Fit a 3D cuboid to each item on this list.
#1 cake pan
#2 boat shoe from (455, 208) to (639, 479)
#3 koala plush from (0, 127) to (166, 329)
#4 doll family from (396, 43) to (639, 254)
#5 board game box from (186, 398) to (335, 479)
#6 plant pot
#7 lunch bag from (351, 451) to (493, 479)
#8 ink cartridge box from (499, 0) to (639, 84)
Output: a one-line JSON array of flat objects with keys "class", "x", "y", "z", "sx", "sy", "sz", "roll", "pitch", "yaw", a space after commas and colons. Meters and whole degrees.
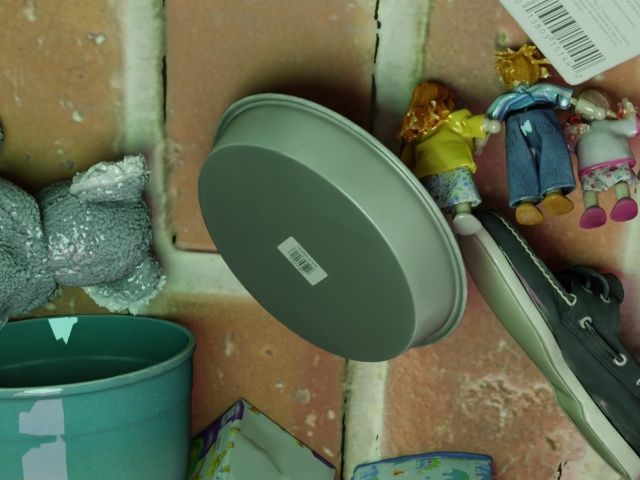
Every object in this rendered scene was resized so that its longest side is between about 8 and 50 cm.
[{"class": "cake pan", "x": 0.000, "y": 0.000, "z": 1.500, "sx": 0.293, "sy": 0.054, "sz": 0.293, "roll": 30, "pitch": 146, "yaw": 23}, {"class": "boat shoe", "x": 0.254, "y": 0.083, "z": 1.598, "sx": 0.113, "sy": 0.127, "sz": 0.340, "roll": -39, "pitch": 107, "yaw": -6}, {"class": "koala plush", "x": -0.260, "y": -0.001, "z": 1.550, "sx": 0.221, "sy": 0.203, "sz": 0.196, "roll": -4, "pitch": 124, "yaw": -6}, {"class": "doll family", "x": 0.162, "y": -0.089, "z": 1.469, "sx": 0.262, "sy": 0.163, "sz": 0.118, "roll": -14, "pitch": 150, "yaw": 14}, {"class": "board game box", "x": -0.130, "y": 0.326, "z": 1.764, "sx": 0.144, "sy": 0.142, "sz": 0.275, "roll": 39, "pitch": 117, "yaw": -19}, {"class": "plant pot", "x": -0.248, "y": 0.227, "z": 1.587, "sx": 0.271, "sy": 0.271, "sz": 0.255, "roll": -2, "pitch": 101, "yaw": 6}, {"class": "lunch bag", "x": 0.105, "y": 0.293, "z": 1.732, "sx": 0.151, "sy": 0.129, "sz": 0.096, "roll": 6, "pitch": 123, "yaw": 0}, {"class": "ink cartridge box", "x": 0.227, "y": -0.290, "z": 1.325, "sx": 0.261, "sy": 0.066, "sz": 0.296, "roll": -23, "pitch": 122, "yaw": 38}]
